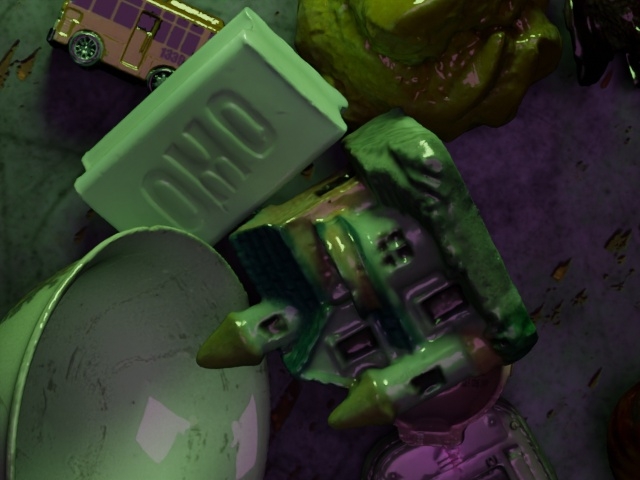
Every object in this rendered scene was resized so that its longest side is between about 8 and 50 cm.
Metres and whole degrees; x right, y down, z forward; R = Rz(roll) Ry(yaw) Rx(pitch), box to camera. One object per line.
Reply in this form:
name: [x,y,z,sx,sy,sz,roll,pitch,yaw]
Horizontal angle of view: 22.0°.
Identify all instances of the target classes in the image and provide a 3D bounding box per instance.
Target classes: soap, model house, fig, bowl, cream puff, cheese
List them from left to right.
bowl: [-0.249,0.197,1.730,0.196,0.435,0.435,4,89,32]
soap: [-0.117,-0.101,1.759,0.265,0.087,0.160,-39,113,23]
model house: [0.019,0.063,1.693,0.325,0.194,0.267,-28,105,0]
cheese: [0.123,0.092,1.852,0.189,0.074,0.286,0,70,-3]
cream puff: [0.137,-0.240,1.780,0.323,0.270,0.274,-37,98,-3]
fig: [0.398,0.205,1.865,0.148,0.149,0.202,-4,79,9]

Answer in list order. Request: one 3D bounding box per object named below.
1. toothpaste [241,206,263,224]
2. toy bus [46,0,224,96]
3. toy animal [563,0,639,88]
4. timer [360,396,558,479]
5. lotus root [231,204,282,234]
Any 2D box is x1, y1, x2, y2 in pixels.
toothpaste: [-0.110,-0.067,1.859,0.035,0.057,0.197,-38,97,-7]
toy bus: [-0.191,-0.219,1.826,0.201,0.098,0.114,24,89,-5]
toy animal: [0.338,-0.269,1.892,0.218,0.116,0.179,-38,73,-20]
timer: [0.161,0.284,1.878,0.208,0.069,0.191,-31,96,-7]
lotus root: [0.000,0.003,1.837,0.159,0.095,0.135,-35,108,-22]
